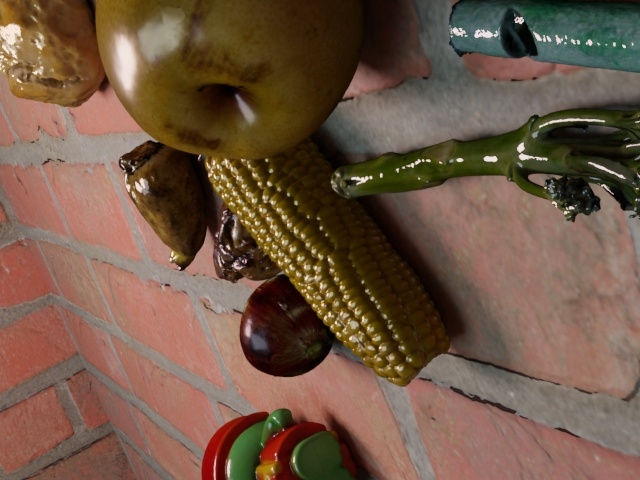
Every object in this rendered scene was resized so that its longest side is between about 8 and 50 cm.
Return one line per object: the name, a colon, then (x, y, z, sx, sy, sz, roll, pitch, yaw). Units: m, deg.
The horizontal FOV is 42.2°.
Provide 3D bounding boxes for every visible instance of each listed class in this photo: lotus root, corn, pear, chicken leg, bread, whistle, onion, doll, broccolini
lotus root: (-0.195, -0.046, 1.105, 0.108, 0.094, 0.191, -114, 2, -58)
corn: (0.000, 0.000, 0.763, 0.305, 0.106, 0.106, 53, 153, 18)
pear: (-0.070, -0.170, 0.628, 0.209, 0.208, 0.209, 43, 148, 35)
chicken leg: (-0.084, 0.001, 0.955, 0.251, 0.087, 0.107, 137, 139, -70)
bread: (-0.420, -0.304, 1.218, 0.244, 0.134, 0.244, 46, 153, 33)
whistle: (0.147, -0.113, 0.459, 0.186, 0.039, 0.039, 25, 135, 51)
onion: (-0.041, 0.098, 0.932, 0.118, 0.118, 0.117, 19, 135, 55)
doll: (-0.081, 0.332, 1.163, 0.183, 0.160, 0.363, 62, 155, 0)
broccolini: (0.110, -0.035, 0.554, 0.392, 0.074, 0.079, -3, 104, 61)
